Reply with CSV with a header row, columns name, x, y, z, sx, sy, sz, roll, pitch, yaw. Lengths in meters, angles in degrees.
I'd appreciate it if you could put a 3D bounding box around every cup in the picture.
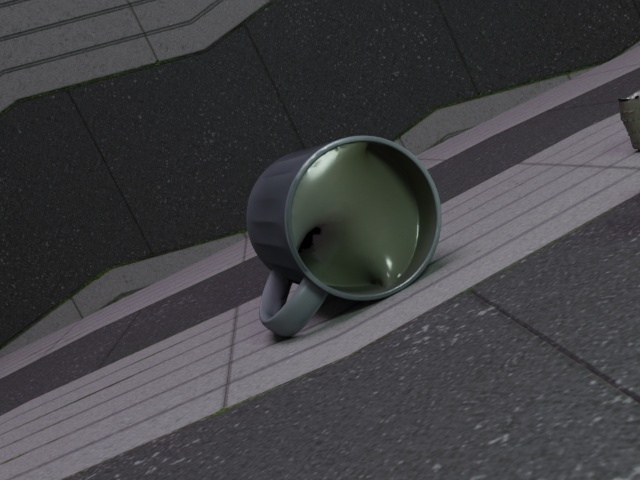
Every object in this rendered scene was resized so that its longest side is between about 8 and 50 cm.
name,x,y,z,sx,sy,sz,roll,pitch,yaw
cup,0.000,0.000,1.256,0.322,0.237,0.327,-58,14,-8

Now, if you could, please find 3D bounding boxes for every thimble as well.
name,x,y,z,sx,sy,sz,roll,pitch,yaw
thimble,0.530,-0.199,1.240,0.102,0.090,0.115,-32,11,-37
